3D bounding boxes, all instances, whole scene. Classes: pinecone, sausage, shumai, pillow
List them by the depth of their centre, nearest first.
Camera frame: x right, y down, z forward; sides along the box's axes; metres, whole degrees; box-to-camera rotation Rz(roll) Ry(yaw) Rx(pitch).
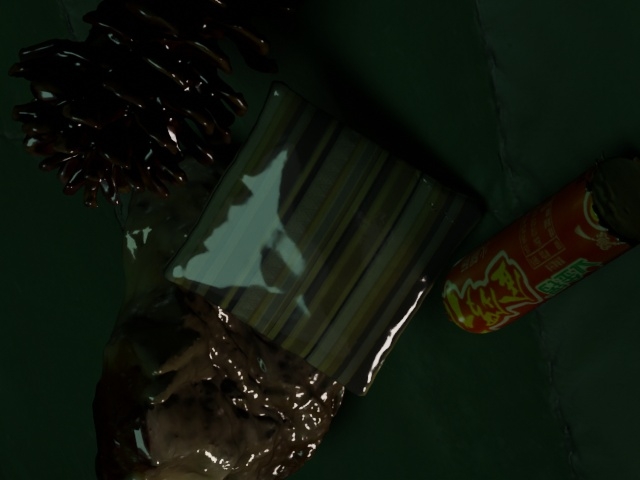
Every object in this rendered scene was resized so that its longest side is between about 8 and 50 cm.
[{"bbox_3d":[0.176,0.015,1.571,0.083,0.083,0.264,53,143,2],"label":"sausage"},{"bbox_3d":[-0.155,-0.167,1.610,0.246,0.292,0.246,21,169,4],"label":"pinecone"},{"bbox_3d":[0.000,0.000,1.654,0.212,0.052,0.208,31,109,-4],"label":"pillow"},{"bbox_3d":[-0.138,0.113,1.791,0.217,0.283,0.346,8,123,40],"label":"shumai"}]
